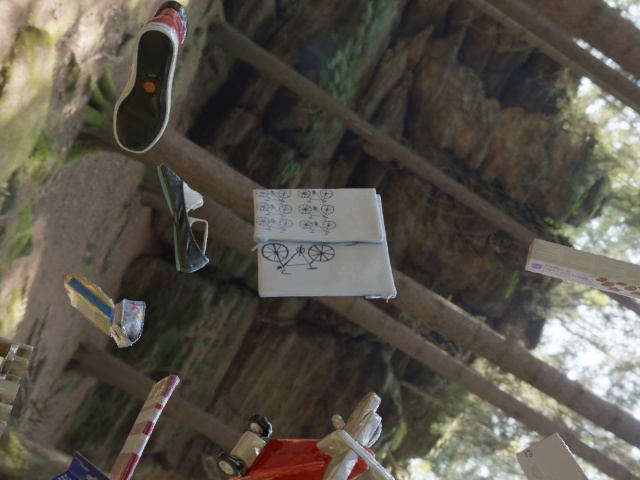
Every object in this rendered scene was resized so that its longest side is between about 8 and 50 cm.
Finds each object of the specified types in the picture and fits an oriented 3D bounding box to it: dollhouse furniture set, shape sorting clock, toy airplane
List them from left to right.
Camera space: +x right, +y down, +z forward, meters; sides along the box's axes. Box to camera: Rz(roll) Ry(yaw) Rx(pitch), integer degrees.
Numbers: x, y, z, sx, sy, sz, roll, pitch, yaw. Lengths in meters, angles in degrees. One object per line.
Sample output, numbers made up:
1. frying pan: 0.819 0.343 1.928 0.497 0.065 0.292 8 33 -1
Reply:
1. dollhouse furniture set: -0.665 0.315 1.279 0.242 0.161 0.212 -59 -159 23
2. shape sorting clock: -0.576 0.167 1.783 0.040 0.206 0.206 -47 -179 -32
3. toy airplane: 0.000 0.490 1.407 0.386 0.272 0.384 -31 -165 -3

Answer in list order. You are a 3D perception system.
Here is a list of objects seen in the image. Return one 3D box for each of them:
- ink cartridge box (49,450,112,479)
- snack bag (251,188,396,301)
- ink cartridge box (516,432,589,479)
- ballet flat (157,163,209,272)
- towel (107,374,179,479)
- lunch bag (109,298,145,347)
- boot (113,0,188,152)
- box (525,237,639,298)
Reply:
1. ink cartridge box: -0.535 0.627 1.443 0.065 0.165 0.332 14 99 -61
2. snack bag: 0.000 0.000 1.636 0.037 0.323 0.342 97 -8 -47
3. ink cartridge box: 0.630 0.665 1.703 0.131 0.306 0.226 -31 -168 6
4. ballet flat: -0.338 -0.060 1.754 0.095 0.096 0.280 -178 -103 -75
5. towel: -0.470 0.515 1.817 0.237 0.037 0.329 -37 -153 62
6. lunch bag: -0.365 0.157 1.310 0.071 0.053 0.083 -23 -118 58
7. boot: -0.287 -0.285 1.210 0.176 0.088 0.244 -90 -158 -55
8. box: 0.681 0.074 1.735 0.063 0.324 0.067 87 19 -60
